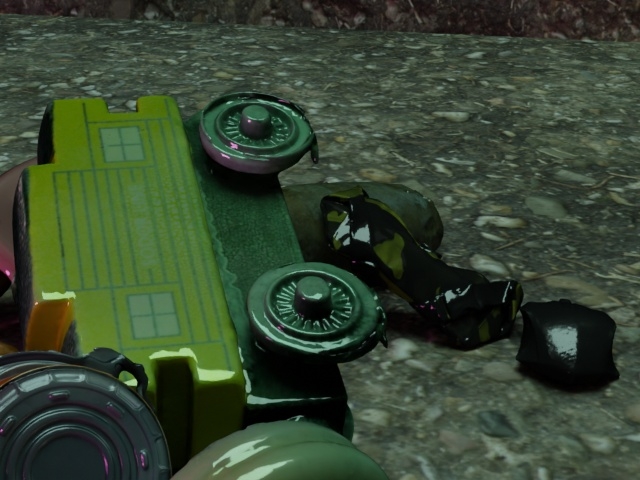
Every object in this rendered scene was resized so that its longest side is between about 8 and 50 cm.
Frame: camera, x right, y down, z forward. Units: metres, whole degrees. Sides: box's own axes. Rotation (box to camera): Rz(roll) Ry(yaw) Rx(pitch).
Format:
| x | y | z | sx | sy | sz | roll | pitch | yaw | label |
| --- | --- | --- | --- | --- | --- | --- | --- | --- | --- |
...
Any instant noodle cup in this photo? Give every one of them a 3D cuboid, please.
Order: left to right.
| x | y | z | sx | sy | sz | roll | pitch | yaw | label |
| --- | --- | --- | --- | --- | --- | --- | --- | --- | --- |
| -0.164 | 0.148 | 0.768 | 0.177 | 0.208 | 0.125 | 26 | -22 | -14 | instant noodle cup |

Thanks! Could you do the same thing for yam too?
| x | y | z | sx | sy | sz | roll | pitch | yaw | label |
| --- | --- | --- | --- | --- | --- | --- | --- | --- | --- |
| 0.000 | 0.000 | 1.361 | 0.330 | 0.133 | 0.133 | -8 | 20 | -39 | yam |

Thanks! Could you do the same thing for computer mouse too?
| x | y | z | sx | sy | sz | roll | pitch | yaw | label |
| --- | --- | --- | --- | --- | --- | --- | --- | --- | --- |
| 0.239 | 0.085 | 1.212 | 0.099 | 0.057 | 0.172 | 6 | 18 | 4 | computer mouse |

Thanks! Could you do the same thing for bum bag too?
| x | y | z | sx | sy | sz | roll | pitch | yaw | label |
| --- | --- | --- | --- | --- | --- | --- | --- | --- | --- |
| 0.095 | 0.024 | 1.270 | 0.232 | 0.060 | 0.107 | 33 | 41 | 7 | bum bag |

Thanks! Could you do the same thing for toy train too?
| x | y | z | sx | sy | sz | roll | pitch | yaw | label |
| --- | --- | --- | --- | --- | --- | --- | --- | --- | --- |
| -0.118 | 0.033 | 1.047 | 0.272 | 0.179 | 0.442 | -4 | 41 | -14 | toy train |

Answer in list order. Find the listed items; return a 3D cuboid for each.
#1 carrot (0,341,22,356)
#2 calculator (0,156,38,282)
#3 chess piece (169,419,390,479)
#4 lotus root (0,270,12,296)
| x | y | z | sx | sy | sz | roll | pitch | yaw | label |
| --- | --- | --- | --- | --- | --- | --- | --- | --- | --- |
| -0.277 | 0.123 | 1.079 | 0.205 | 0.072 | 0.072 | 17 | 24 | 22 | carrot |
| -0.239 | -0.002 | 1.290 | 0.220 | 0.048 | 0.330 | 40 | 20 | -4 | calculator |
| 0.029 | 0.241 | 0.653 | 0.175 | 0.176 | 0.298 | -10 | 35 | -30 | chess piece |
| -0.373 | 0.025 | 1.249 | 0.138 | 0.138 | 0.214 | 19 | 22 | 42 | lotus root |
